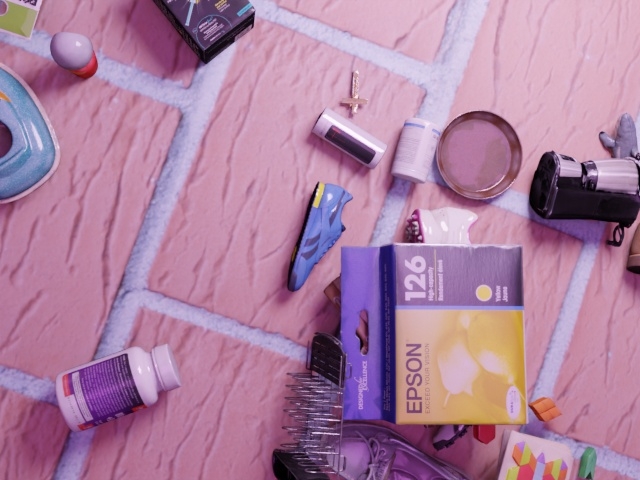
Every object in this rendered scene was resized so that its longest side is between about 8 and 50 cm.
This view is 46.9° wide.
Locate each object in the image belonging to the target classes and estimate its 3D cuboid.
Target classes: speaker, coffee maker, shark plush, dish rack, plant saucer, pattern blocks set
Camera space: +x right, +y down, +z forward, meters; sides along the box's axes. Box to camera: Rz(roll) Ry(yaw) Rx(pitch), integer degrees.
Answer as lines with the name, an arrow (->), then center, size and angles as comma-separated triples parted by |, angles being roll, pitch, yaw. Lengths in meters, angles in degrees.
speaker -> 0.052, -0.188, 1.351 | 0.136, 0.055, 0.055 | 32, 86, -7
coffee maker -> 0.492, -0.076, 1.374 | 0.178, 0.120, 0.171 | 2, 90, -7
shark plush -> 0.587, -0.161, 1.412 | 0.073, 0.067, 0.161 | -5, 91, -8
dish rack -> -0.015, 0.296, 1.272 | 0.074, 0.208, 0.272 | 5, 89, -19
plant saucer -> 0.297, -0.161, 1.395 | 0.168, 0.029, 0.168 | 0, 89, -7
pattern blocks set -> 0.387, 0.429, 1.347 | 0.324, 0.026, 0.285 | 11, 80, -28

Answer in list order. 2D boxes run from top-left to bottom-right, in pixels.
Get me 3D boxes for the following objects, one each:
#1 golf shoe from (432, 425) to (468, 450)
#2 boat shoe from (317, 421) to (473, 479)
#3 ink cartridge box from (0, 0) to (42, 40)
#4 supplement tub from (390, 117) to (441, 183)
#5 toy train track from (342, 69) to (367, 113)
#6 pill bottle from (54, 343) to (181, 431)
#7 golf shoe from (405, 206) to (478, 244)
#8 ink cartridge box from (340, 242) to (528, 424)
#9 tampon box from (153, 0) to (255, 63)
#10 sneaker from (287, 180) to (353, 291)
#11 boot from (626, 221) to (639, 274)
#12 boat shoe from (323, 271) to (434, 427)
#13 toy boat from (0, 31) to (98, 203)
golf shoe -> 0.260, 0.298, 1.377 | 0.094, 0.077, 0.198 | 40, 83, 11
boat shoe -> 0.149, 0.424, 1.338 | 0.320, 0.103, 0.118 | 27, 87, -7
ink cartridge box -> -0.534, -0.479, 1.255 | 0.188, 0.097, 0.255 | 18, 89, -7
supplement tub -> 0.175, -0.165, 1.358 | 0.071, 0.071, 0.107 | 18, 88, -7
toy train track -> 0.064, -0.275, 1.373 | 0.048, 0.014, 0.083 | 3, 84, 0
pill bottle -> -0.344, 0.247, 1.272 | 0.193, 0.108, 0.108 | -19, 92, -7
golf shoe -> 0.250, 0.084, 1.350 | 0.140, 0.115, 0.306 | -11, 93, -11
ink cartridge box -> 0.190, 0.155, 1.247 | 0.307, 0.072, 0.304 | 0, 84, -5
tampon box -> -0.209, -0.417, 1.292 | 0.120, 0.101, 0.161 | -39, 94, -6
sneaker -> 0.000, 0.000, 1.337 | 0.082, 0.069, 0.209 | 20, 87, -11
boot -> 0.748, 0.032, 1.420 | 0.305, 0.112, 0.115 | 14, 78, -5
boat shoe -> 0.113, 0.197, 1.334 | 0.116, 0.123, 0.324 | -29, 84, -3
toy boat -> -0.509, -0.234, 1.230 | 0.318, 0.148, 0.267 | -39, 94, -5
